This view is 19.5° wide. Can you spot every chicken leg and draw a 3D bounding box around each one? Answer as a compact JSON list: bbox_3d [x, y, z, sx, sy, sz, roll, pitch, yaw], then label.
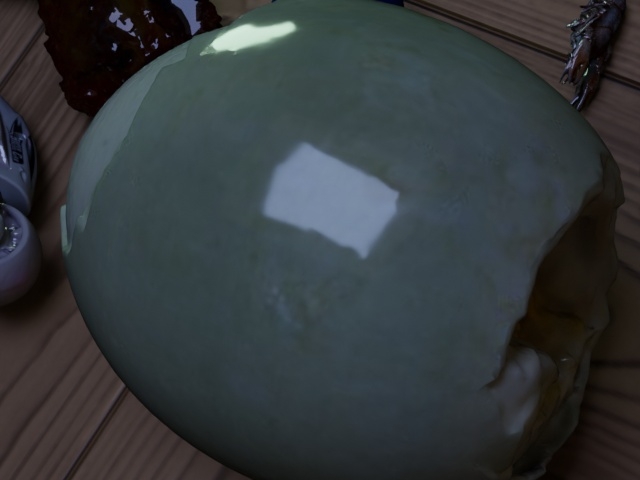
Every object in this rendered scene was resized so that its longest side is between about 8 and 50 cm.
[{"bbox_3d":[-0.189,-0.185,1.362,0.407,0.096,0.158,26,95,34],"label":"chicken leg"}]

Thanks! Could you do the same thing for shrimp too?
[{"bbox_3d":[0.172,-0.127,1.195,0.029,0.038,0.092,6,66,28],"label":"shrimp"}]

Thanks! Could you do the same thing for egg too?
[{"bbox_3d":[0.000,0.000,1.057,0.336,0.278,0.278,21,74,26],"label":"egg"}]

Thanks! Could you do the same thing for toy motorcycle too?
[{"bbox_3d":[-0.254,-0.057,1.324,0.112,0.112,0.254,-37,54,3],"label":"toy motorcycle"}]

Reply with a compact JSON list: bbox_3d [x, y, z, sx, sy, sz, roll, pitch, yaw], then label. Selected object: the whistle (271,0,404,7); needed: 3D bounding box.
[{"bbox_3d":[0.014,-0.139,1.245,0.105,0.085,0.227,-9,60,9],"label":"whistle"}]
